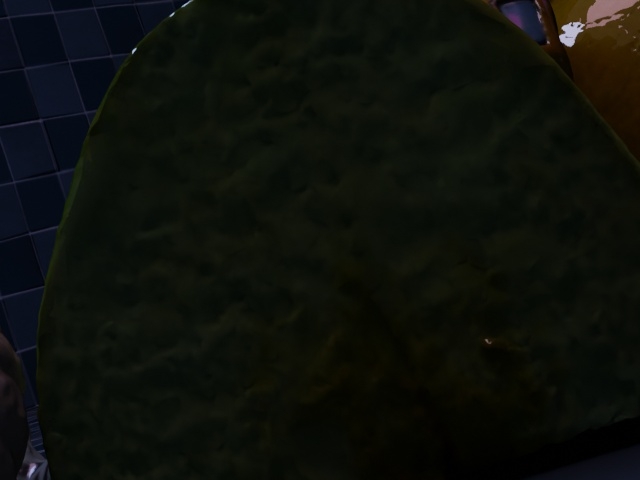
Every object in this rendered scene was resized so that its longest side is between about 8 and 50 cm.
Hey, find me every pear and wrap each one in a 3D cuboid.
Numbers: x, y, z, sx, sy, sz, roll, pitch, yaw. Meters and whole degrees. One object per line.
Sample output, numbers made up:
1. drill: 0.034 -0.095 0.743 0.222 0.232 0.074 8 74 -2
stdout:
1. pear: 0.004 -0.002 0.628 0.288 0.239 0.139 -20 8 8

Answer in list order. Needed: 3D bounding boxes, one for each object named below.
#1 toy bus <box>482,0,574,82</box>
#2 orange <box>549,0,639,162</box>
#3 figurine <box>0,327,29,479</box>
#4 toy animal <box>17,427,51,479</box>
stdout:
1. toy bus: 0.035 -0.075 0.743 0.209 0.136 0.126 -18 -42 -6
2. orange: 0.241 -0.070 0.871 0.279 0.235 0.279 -15 3 1
3. figurine: -0.238 0.096 0.667 0.185 0.204 0.332 11 -3 -11
4. toy animal: -0.116 0.095 0.810 0.090 0.170 0.255 26 -24 -19
